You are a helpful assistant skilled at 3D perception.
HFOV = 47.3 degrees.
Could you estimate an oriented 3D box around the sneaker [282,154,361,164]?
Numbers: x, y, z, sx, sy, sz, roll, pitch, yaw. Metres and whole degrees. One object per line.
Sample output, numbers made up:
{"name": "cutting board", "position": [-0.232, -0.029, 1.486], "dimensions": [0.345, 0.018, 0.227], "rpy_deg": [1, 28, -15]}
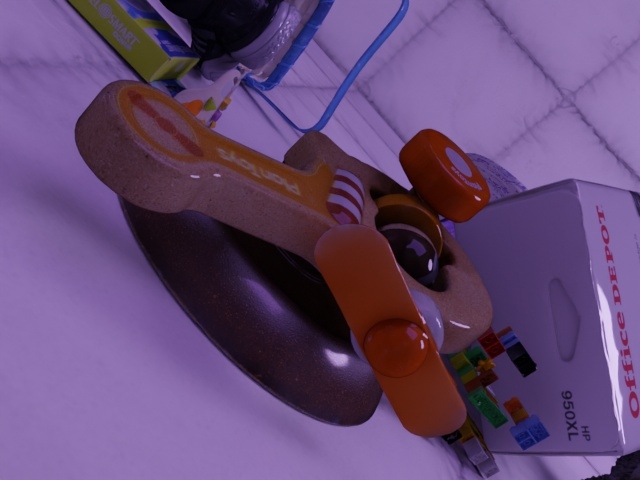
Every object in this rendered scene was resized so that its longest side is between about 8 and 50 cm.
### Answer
{"name": "sneaker", "position": [0.044, 0.003, 0.830], "dimensions": [0.130, 0.109, 0.286], "rpy_deg": [11, 33, -52]}

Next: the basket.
{"name": "basket", "position": [-0.042, -0.338, 1.104], "dimensions": [0.289, 0.255, 0.201], "rpy_deg": [42, 9, 20]}

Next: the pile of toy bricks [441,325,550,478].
{"name": "pile of toy bricks", "position": [0.143, 0.126, 0.713], "dimensions": [0.212, 0.118, 0.105], "rpy_deg": [51, 10, -37]}

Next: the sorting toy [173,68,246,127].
{"name": "sorting toy", "position": [-0.113, -0.162, 0.800], "dimensions": [0.045, 0.075, 0.083], "rpy_deg": [47, 15, -5]}

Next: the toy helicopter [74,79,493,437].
{"name": "toy helicopter", "position": [0.000, 0.000, 0.506], "dimensions": [0.355, 0.140, 0.235], "rpy_deg": [23, 37, -38]}

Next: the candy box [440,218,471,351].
{"name": "candy box", "position": [0.210, 0.062, 1.016], "dimensions": [0.196, 0.070, 0.165], "rpy_deg": [46, 38, 20]}

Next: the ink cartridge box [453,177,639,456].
{"name": "ink cartridge box", "position": [0.354, 0.094, 0.913], "dimensions": [0.395, 0.166, 0.286], "rpy_deg": [4, 75, -46]}

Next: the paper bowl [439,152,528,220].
{"name": "paper bowl", "position": [0.264, 0.009, 1.218], "dimensions": [0.284, 0.148, 0.284], "rpy_deg": [51, -8, 11]}

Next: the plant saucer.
{"name": "plant saucer", "position": [-0.038, 0.015, 0.629], "dimensions": [0.310, 0.050, 0.310], "rpy_deg": [46, 14, -15]}

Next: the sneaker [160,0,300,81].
{"name": "sneaker", "position": [-0.132, -0.275, 0.861], "dimensions": [0.153, 0.101, 0.268], "rpy_deg": [40, -10, -24]}

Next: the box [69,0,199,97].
{"name": "box", "position": [-0.204, -0.233, 0.787], "dimensions": [0.178, 0.042, 0.109], "rpy_deg": [47, 15, -5]}

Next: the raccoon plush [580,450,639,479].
{"name": "raccoon plush", "position": [0.488, 0.456, 0.932], "dimensions": [0.299, 0.216, 0.446], "rpy_deg": [46, -23, 52]}
